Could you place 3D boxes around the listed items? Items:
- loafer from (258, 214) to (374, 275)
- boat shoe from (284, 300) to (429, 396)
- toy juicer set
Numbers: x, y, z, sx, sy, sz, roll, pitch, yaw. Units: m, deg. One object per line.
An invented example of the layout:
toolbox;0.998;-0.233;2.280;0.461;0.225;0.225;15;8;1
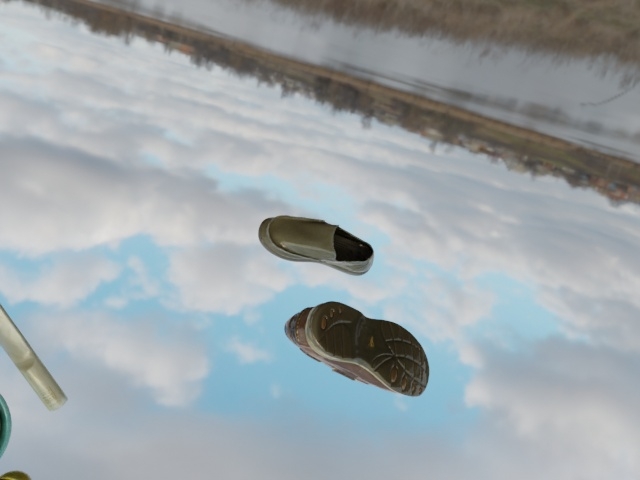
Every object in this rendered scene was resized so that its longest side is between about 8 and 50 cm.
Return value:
loafer;0.000;0.000;0.873;0.148;0.056;0.050;14;155;-17
boat shoe;0.040;0.107;0.731;0.178;0.064;0.060;30;154;-36
toy juicer set;-0.420;0.251;0.907;0.209;0.329;0.089;43;155;-29
